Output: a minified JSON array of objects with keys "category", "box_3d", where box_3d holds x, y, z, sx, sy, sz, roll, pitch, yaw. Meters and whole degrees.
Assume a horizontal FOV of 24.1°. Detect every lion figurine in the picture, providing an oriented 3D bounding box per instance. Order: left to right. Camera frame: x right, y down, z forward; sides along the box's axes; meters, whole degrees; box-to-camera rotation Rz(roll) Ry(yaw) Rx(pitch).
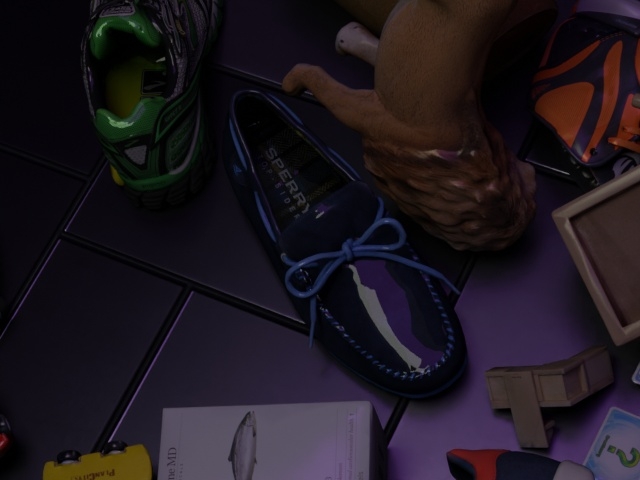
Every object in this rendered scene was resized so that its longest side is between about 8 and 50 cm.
[{"category":"lion figurine","box_3d":[0.100,-0.170,1.274,0.240,0.392,0.142,36,56,25]}]

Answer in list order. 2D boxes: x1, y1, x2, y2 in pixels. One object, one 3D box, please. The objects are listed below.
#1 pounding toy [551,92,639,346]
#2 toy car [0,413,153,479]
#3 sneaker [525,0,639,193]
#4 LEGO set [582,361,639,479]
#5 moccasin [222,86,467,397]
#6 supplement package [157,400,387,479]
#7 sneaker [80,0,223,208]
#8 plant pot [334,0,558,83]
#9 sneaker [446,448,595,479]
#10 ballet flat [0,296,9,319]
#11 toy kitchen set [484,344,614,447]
[{"category":"pounding toy","box_3d":[0.309,-0.037,1.259,0.206,0.094,0.181,-29,77,21]},{"category":"toy car","box_3d":[-0.282,0.248,1.310,0.239,0.053,0.225,19,68,20]},{"category":"sneaker","box_3d":[0.332,-0.096,1.352,0.321,0.124,0.180,23,72,32]},{"category":"LEGO set","box_3d":[0.346,0.131,1.246,0.182,0.060,0.244,23,65,22]},{"category":"moccasin","box_3d":[0.000,0.000,1.351,0.137,0.117,0.342,-38,62,-10]},{"category":"supplement package","box_3d":[-0.038,0.202,1.258,0.179,0.105,0.105,-3,63,9]},{"category":"sneaker","box_3d":[-0.168,-0.212,1.479,0.134,0.146,0.343,-11,60,5]},{"category":"plant pot","box_3d":[0.105,-0.278,1.440,0.237,0.237,0.254,-35,78,-8]},{"category":"sneaker","box_3d":[0.098,0.318,1.166,0.148,0.131,0.350,15,58,20]},{"category":"ballet flat","box_3d":[-0.382,-0.019,1.455,0.096,0.095,0.280,-25,71,-14]},{"category":"toy kitchen set","box_3d":[0.201,0.135,1.297,0.083,0.075,0.068,-7,98,43]}]
